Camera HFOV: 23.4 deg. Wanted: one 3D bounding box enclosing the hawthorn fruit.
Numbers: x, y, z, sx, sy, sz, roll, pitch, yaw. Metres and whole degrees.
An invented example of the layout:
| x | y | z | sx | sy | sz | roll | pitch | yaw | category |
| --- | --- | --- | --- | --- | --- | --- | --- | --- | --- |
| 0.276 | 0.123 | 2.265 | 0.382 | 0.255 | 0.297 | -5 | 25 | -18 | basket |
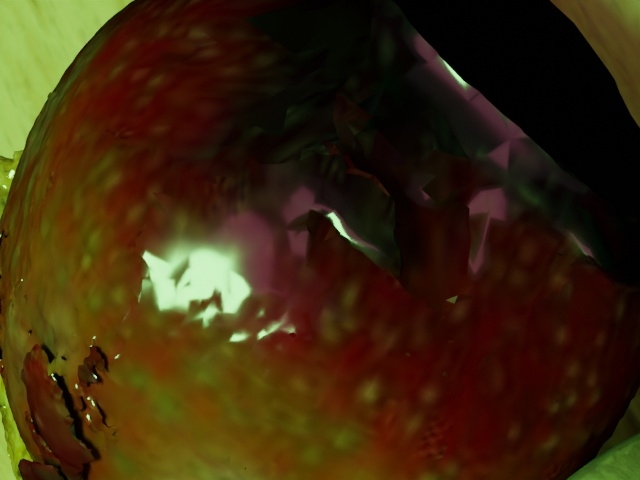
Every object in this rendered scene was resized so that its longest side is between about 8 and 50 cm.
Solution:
| x | y | z | sx | sy | sz | roll | pitch | yaw | category |
| --- | --- | --- | --- | --- | --- | --- | --- | --- | --- |
| 0.006 | 0.013 | 0.667 | 0.316 | 0.316 | 0.316 | -3 | 83 | 24 | hawthorn fruit |

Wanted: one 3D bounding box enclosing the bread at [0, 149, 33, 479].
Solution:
| x | y | z | sx | sy | sz | roll | pitch | yaw | category |
| --- | --- | --- | --- | --- | --- | --- | --- | --- | --- |
| -0.133 | 0.059 | 0.823 | 0.083 | 0.114 | 0.211 | -17 | 77 | 6 | bread |

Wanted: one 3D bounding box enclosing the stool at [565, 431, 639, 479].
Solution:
| x | y | z | sx | sy | sz | roll | pitch | yaw | category |
| --- | --- | --- | --- | --- | --- | --- | --- | --- | --- |
| 0.179 | 0.217 | 0.582 | 0.179 | 0.179 | 0.264 | -51 | 58 | 12 | stool |
